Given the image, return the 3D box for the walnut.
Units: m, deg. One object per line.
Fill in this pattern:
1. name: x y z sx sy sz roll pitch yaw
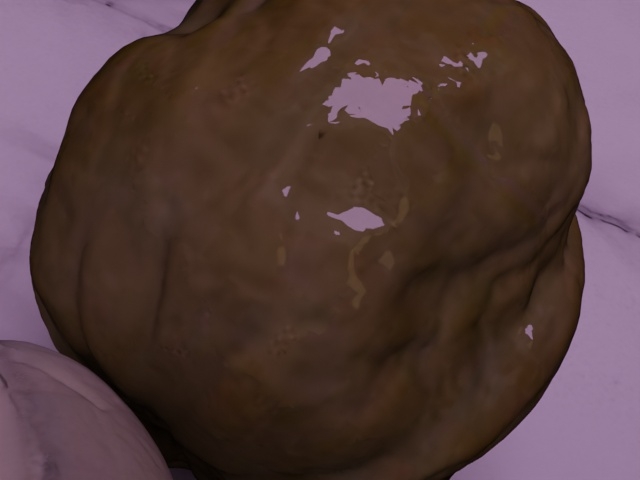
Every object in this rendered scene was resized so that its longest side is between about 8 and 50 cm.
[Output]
1. walnut: 0.000 0.002 0.577 0.277 0.282 0.253 -39 37 -29

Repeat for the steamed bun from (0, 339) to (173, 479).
1. steamed bun: -0.124 0.152 0.456 0.131 0.177 0.228 37 15 -39
